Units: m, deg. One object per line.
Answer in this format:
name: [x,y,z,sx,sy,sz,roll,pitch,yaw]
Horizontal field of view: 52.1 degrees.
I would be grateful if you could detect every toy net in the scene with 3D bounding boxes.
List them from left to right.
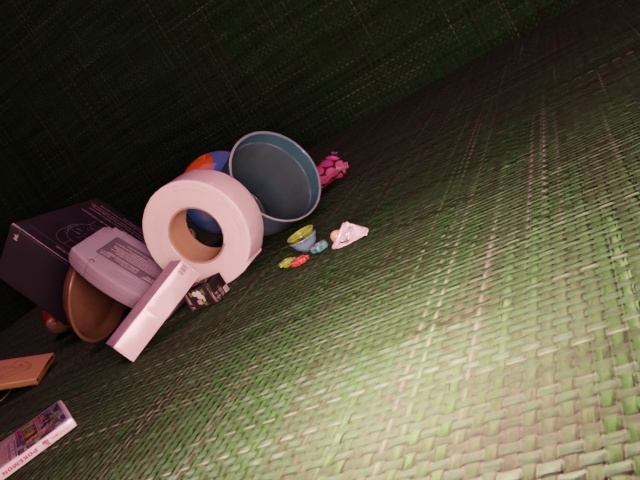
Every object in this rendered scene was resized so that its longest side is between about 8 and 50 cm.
toy net: [0.000,0.000,1.382,0.232,0.045,0.122,-16,19,49]

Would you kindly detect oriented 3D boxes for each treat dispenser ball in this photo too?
treat dispenser ball: [-0.335,-0.160,2.231,0.288,0.288,0.288,-29,12,7]

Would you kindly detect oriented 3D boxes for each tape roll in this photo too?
tape roll: [-0.286,-0.027,1.611,0.286,0.286,0.100,-25,13,23]

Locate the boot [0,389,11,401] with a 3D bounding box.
boot: [-0.978,0.454,1.796,0.229,0.091,0.263,-9,31,41]

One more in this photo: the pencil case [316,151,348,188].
pencil case: [-0.003,-0.193,2.058,0.098,0.095,0.209,8,37,37]

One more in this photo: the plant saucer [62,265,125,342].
plant saucer: [-0.608,0.136,1.773,0.041,0.277,0.278,5,24,15]

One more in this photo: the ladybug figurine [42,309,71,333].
ladybug figurine: [-0.842,0.177,2.377,0.305,0.161,0.449,-24,14,26]

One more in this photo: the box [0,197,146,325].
box: [-0.772,0.055,2.132,0.211,0.294,0.395,-62,-11,23]

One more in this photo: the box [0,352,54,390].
box: [-0.853,0.364,1.796,0.202,0.021,0.164,-9,17,-4]

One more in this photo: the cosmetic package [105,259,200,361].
cosmetic package: [-0.374,0.154,1.469,0.239,0.060,0.099,-55,22,-18]

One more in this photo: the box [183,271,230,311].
box: [-0.264,0.120,1.512,0.083,0.052,0.062,-23,15,28]

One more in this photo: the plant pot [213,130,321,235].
plant pot: [-0.177,-0.126,1.843,0.272,0.271,0.255,-41,1,-38]

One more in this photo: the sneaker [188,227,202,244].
sneaker: [-0.387,0.085,1.913,0.083,0.118,0.221,-2,55,28]

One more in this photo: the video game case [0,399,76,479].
video game case: [-0.556,0.382,1.234,0.183,0.023,0.201,-36,13,-24]

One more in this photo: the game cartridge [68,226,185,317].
game cartridge: [-0.474,0.081,1.666,0.062,0.297,0.198,-62,-4,33]
